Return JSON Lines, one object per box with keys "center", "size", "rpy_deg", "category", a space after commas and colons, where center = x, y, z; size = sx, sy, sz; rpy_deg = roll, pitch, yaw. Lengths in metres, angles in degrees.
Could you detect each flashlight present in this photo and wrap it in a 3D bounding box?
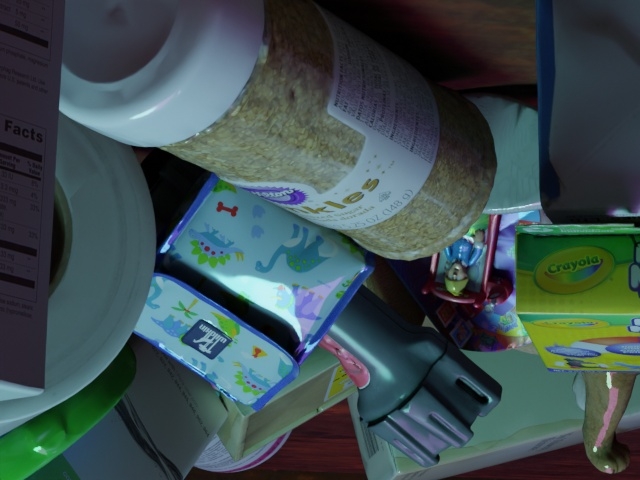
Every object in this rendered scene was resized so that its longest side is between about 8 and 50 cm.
{"center": [-0.018, 0.052, 1.456], "size": [0.304, 0.103, 0.103], "rpy_deg": [40, 171, -16], "category": "flashlight"}

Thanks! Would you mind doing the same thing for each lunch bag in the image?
{"center": [-0.053, 0.028, 1.346], "size": [0.129, 0.151, 0.096], "rpy_deg": [34, -159, -8], "category": "lunch bag"}

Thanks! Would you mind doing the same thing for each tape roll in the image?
{"center": [-0.245, 0.010, 1.291], "size": [0.246, 0.246, 0.169], "rpy_deg": [6, 166, -21], "category": "tape roll"}

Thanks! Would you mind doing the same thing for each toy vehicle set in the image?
{"center": [0.032, 0.096, 1.746], "size": [0.266, 0.035, 0.166], "rpy_deg": [-29, 165, -15], "category": "toy vehicle set"}

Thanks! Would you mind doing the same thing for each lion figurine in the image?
{"center": [0.149, 0.034, 1.525], "size": [0.392, 0.142, 0.240], "rpy_deg": [7, 123, 3], "category": "lion figurine"}

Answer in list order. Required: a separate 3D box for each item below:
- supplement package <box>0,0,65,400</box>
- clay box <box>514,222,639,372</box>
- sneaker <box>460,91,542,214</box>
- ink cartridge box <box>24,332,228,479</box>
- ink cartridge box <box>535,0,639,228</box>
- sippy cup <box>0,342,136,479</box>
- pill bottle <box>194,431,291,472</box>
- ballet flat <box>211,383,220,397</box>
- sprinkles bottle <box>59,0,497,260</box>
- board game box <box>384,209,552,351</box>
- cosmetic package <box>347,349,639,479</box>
{"center": [-0.261, -0.059, 0.956], "size": [0.199, 0.263, 0.198], "rpy_deg": [-11, 161, 41], "category": "supplement package"}
{"center": [0.182, 0.035, 1.141], "size": [0.127, 0.053, 0.222], "rpy_deg": [0, 168, 12], "category": "clay box"}
{"center": [0.091, -0.056, 1.369], "size": [0.212, 0.080, 0.094], "rpy_deg": [5, 175, 29], "category": "sneaker"}
{"center": [-0.222, 0.194, 1.602], "size": [0.198, 0.115, 0.273], "rpy_deg": [-24, -165, 31], "category": "ink cartridge box"}
{"center": [0.296, -0.042, 1.223], "size": [0.270, 0.151, 0.395], "rpy_deg": [-1, 165, 17], "category": "ink cartridge box"}
{"center": [-0.291, 0.064, 1.479], "size": [0.240, 0.224, 0.305], "rpy_deg": [-31, -168, 0], "category": "sippy cup"}
{"center": [-0.143, 0.138, 1.995], "size": [0.160, 0.160, 0.283], "rpy_deg": [-4, 166, 22], "category": "pill bottle"}
{"center": [-0.029, 0.079, 1.865], "size": [0.139, 0.139, 0.400], "rpy_deg": [-3, 170, 16], "category": "ballet flat"}
{"center": [-0.019, -0.081, 1.155], "size": [0.121, 0.121, 0.355], "rpy_deg": [-6, 165, 28], "category": "sprinkles bottle"}
{"center": [0.107, 0.011, 1.452], "size": [0.133, 0.169, 0.033], "rpy_deg": [-32, -171, 30], "category": "board game box"}
{"center": [0.194, 0.155, 1.979], "size": [0.309, 0.113, 0.160], "rpy_deg": [-12, 167, -10], "category": "cosmetic package"}
